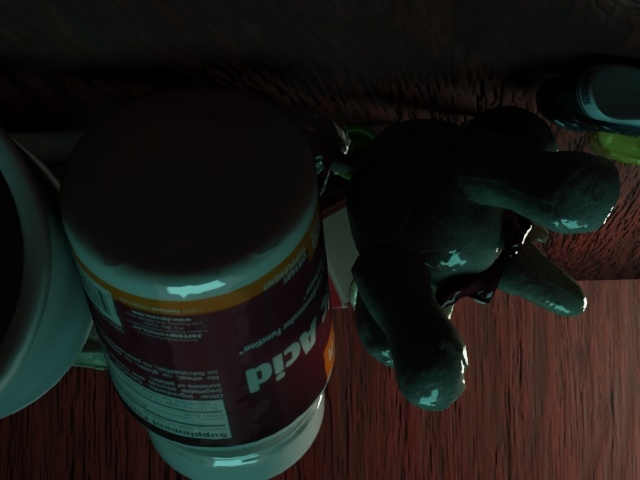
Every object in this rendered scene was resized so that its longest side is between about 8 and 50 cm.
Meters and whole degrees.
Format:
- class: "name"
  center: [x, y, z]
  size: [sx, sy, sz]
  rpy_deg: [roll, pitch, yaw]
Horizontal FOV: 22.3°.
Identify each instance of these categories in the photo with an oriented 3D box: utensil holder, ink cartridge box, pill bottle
- class: "utensil holder"
  center: [-0.376, 0.030, 1.484]
  size: [0.327, 0.328, 0.385]
  rpy_deg: [-1, 175, 1]
- class: "ink cartridge box"
  center: [0.000, 0.000, 1.916]
  size: [0.197, 0.114, 0.273]
  rpy_deg: [-29, -170, -34]
- class: "pill bottle"
  center: [-0.101, 0.059, 1.526]
  size: [0.224, 0.224, 0.392]
  rpy_deg: [-1, 144, 4]

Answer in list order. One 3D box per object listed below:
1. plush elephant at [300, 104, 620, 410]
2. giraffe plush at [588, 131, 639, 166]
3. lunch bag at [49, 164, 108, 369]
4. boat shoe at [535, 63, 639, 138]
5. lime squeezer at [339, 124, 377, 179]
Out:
- class: "plush elephant"
  center: [0.144, -0.001, 1.552]
  size: [0.330, 0.272, 0.255]
  rpy_deg: [39, -169, 39]
- class: "giraffe plush"
  center: [0.363, -0.051, 1.536]
  size: [0.210, 0.171, 0.181]
  rpy_deg: [-1, 174, 2]
- class: "lunch bag"
  center: [-0.209, 0.025, 1.860]
  size: [0.169, 0.235, 0.287]
  rpy_deg: [12, 168, -41]
- class: "boat shoe"
  center: [0.279, -0.120, 1.422]
  size: [0.183, 0.065, 0.083]
  rpy_deg: [9, 176, -31]
- class: "lime squeezer"
  center: [0.053, -0.098, 1.690]
  size: [0.310, 0.059, 0.110]
  rpy_deg: [0, -156, -25]
